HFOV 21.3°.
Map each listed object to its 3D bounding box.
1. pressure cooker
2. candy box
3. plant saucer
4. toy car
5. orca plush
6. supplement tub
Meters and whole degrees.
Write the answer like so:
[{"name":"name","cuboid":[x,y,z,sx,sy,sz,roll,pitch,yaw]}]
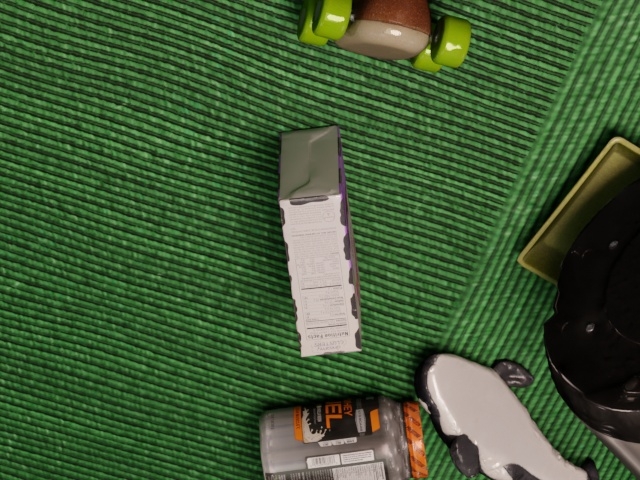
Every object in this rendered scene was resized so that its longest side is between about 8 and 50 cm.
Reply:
[{"name":"pressure cooker","cuboid":[0.486,0.144,1.790,0.370,0.375,0.420,-21,130,32]},{"name":"candy box","cuboid":[0.000,0.000,1.842,0.070,0.165,0.196,-6,120,3]},{"name":"plant saucer","cuboid":[0.346,-0.013,1.916,0.188,0.045,0.188,29,115,-17]},{"name":"toy car","cuboid":[0.077,-0.281,1.733,0.155,0.149,0.188,12,90,-13]},{"name":"orca plush","cuboid":[0.210,0.228,2.045,0.287,0.102,0.151,24,71,-26]},{"name":"supplement tub","cuboid":[0.028,0.247,2.010,0.190,0.117,0.117,-8,119,2]}]
